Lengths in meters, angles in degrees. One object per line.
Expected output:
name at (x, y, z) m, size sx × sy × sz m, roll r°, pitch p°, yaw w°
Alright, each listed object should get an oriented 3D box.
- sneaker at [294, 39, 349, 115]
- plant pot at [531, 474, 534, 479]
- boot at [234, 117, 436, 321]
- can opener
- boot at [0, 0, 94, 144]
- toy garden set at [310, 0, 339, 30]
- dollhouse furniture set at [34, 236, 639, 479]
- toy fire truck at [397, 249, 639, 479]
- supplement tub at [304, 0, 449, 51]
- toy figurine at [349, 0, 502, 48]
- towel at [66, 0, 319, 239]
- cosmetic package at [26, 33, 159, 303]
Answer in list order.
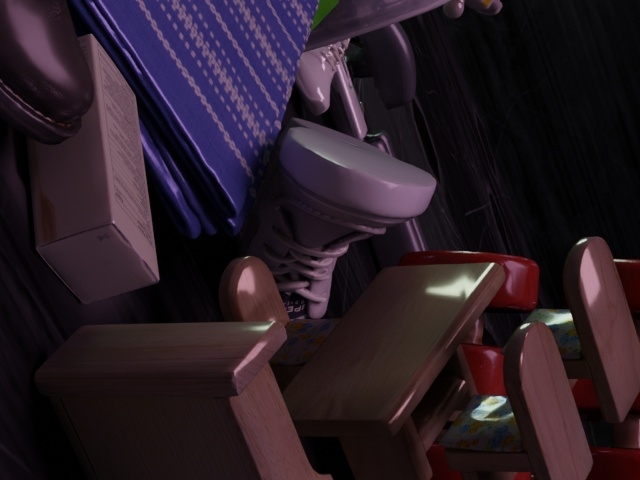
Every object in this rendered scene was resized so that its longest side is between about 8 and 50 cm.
sneaker at (-0.002, -0.176, 1.663) m, size 0.053 × 0.061 × 0.152 m, roll 63°, pitch 15°, yaw -49°
plant pot at (0.202, 0.311, 1.437) m, size 0.267 × 0.267 × 0.235 m, roll 0°, pitch 85°, yaw -79°
boot at (0.000, 0.000, 1.130) m, size 0.258 × 0.095 × 0.123 m, roll -109°, pitch -141°, yaw -84°
can opener at (0.070, -0.082, 1.784) m, size 0.076 × 0.095 × 0.283 m, roll -67°, pitch 138°, yaw -73°
boot at (-0.079, -0.189, 0.801) m, size 0.091 × 0.229 × 0.263 m, roll -76°, pitch 147°, yaw -71°
toy garden set at (-0.085, -0.230, 1.223) m, size 0.244 × 0.049 × 0.204 m, roll 65°, pitch 25°, yaw -15°
dollhouse furniture set at (0.001, 0.061, 0.887) m, size 0.242 × 0.212 × 0.161 m, roll -49°, pitch 127°, yaw -46°
toy fire truck at (0.135, 0.103, 1.371) m, size 0.254 × 0.302 × 0.169 m, roll 158°, pitch -65°, yaw -75°
supplement tub at (-0.003, -0.329, 1.541) m, size 0.193 × 0.194 × 0.316 m, roll -67°, pitch 138°, yaw -75°
toy figurine at (0.077, -0.306, 1.892) m, size 0.148 × 0.213 × 0.209 m, roll 33°, pitch 42°, yaw -60°
towel at (-0.086, -0.179, 1.094) m, size 0.243 × 0.040 × 0.336 m, roll 58°, pitch 26°, yaw -26°
cosmetic package at (-0.112, -0.035, 0.900) m, size 0.060 × 0.041 × 0.115 m, roll 59°, pitch 17°, yaw -53°
